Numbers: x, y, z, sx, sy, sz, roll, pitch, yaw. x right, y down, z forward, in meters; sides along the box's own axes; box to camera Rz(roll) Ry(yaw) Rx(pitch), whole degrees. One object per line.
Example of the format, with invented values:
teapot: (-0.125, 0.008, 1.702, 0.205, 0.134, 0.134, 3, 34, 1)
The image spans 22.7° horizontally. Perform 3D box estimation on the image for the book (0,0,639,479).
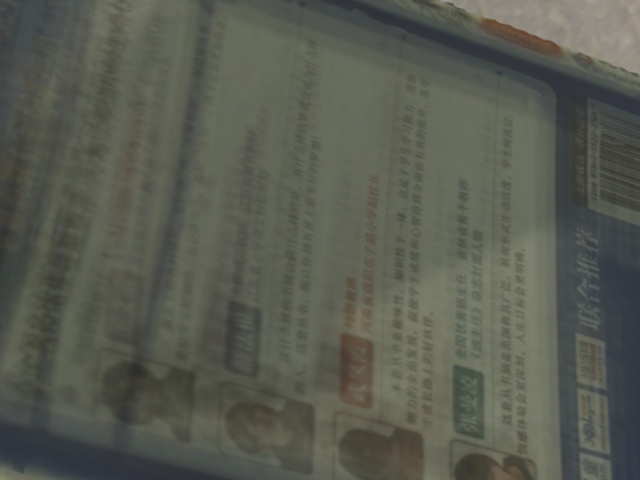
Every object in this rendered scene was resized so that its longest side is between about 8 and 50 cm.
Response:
book: (0.000, 0.000, 0.513, 0.018, 0.322, 0.228, 132, 151, -52)
